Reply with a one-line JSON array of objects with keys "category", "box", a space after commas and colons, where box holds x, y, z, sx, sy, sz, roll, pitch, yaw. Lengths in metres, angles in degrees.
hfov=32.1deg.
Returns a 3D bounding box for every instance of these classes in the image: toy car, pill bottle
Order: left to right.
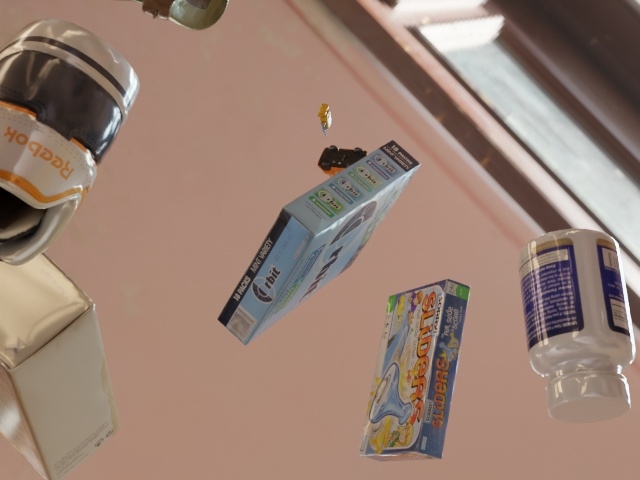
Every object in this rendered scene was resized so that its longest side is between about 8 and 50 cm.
[{"category": "toy car", "box": [0.029, -0.115, 1.342, 0.060, 0.122, 0.040, -7, 136, 8]}, {"category": "pill bottle", "box": [0.274, 0.092, 1.182, 0.112, 0.187, 0.112, 0, 152, 0]}]

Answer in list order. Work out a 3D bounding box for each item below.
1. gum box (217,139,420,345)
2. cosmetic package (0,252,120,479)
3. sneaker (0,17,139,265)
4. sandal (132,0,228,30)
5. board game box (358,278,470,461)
[{"category": "gum box", "box": [0.000, 0.000, 1.040, 0.184, 0.041, 0.157, -35, 163, -49]}, {"category": "cosmetic package", "box": [-0.322, 0.131, 1.226, 0.113, 0.160, 0.309, -39, 159, -26]}, {"category": "sneaker", "box": [-0.249, -0.052, 0.817, 0.321, 0.126, 0.127, -22, -140, 57]}, {"category": "sandal", "box": [-0.197, -0.340, 1.466, 0.120, 0.086, 0.303, -55, 156, 15]}, {"category": "board game box", "box": [0.109, 0.154, 1.294, 0.136, 0.035, 0.201, -24, -130, 60]}]
